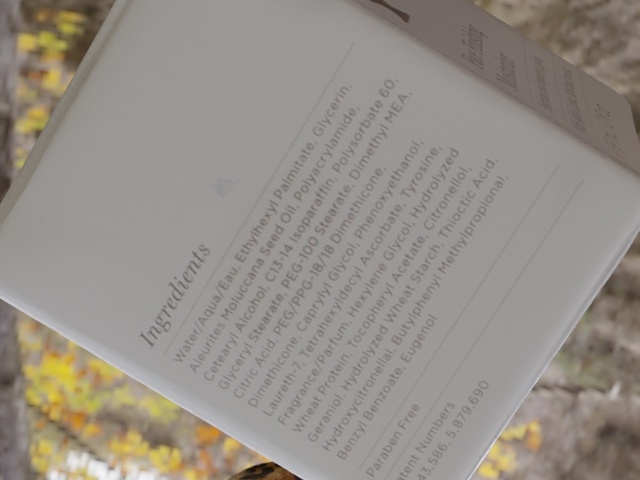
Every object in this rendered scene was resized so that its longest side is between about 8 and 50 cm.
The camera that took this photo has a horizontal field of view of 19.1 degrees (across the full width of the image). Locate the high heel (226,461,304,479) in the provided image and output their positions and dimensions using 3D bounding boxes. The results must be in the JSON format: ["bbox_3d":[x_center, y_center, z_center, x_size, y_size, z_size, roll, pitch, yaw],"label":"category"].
[{"bbox_3d":[-0.051,0.216,1.183,0.261,0.093,0.186,-15,-167,-7],"label":"high heel"}]

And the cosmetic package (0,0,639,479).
[{"bbox_3d":[0.000,-0.021,0.681,0.183,0.151,0.151,31,-165,-5],"label":"cosmetic package"}]
